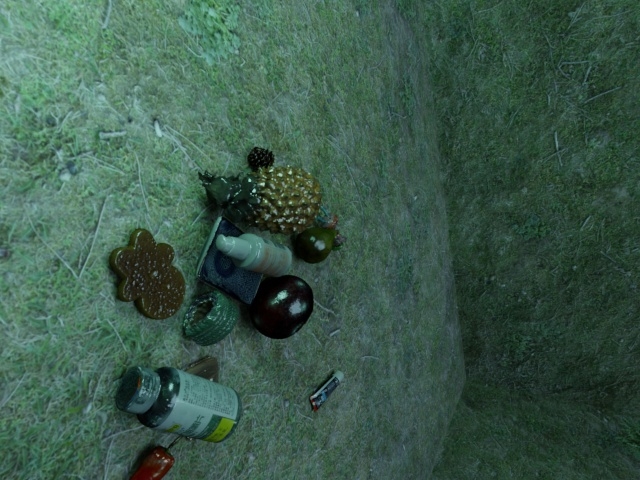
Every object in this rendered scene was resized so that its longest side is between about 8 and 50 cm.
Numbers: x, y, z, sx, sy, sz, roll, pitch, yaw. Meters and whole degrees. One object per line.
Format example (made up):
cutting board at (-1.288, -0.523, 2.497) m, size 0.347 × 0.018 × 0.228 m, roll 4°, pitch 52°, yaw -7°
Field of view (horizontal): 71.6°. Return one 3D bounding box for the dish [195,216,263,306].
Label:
dish at (-0.261, 0.063, 1.255) m, size 0.243 × 0.080 × 0.182 m, roll 45°, pitch 56°, yaw -51°

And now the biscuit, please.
biscuit at (-0.409, 0.090, 1.069) m, size 0.180 × 0.039 × 0.236 m, roll -56°, pitch 137°, yaw -41°

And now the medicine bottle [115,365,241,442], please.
medicine bottle at (-0.341, 0.395, 1.083) m, size 0.293 × 0.141 × 0.141 m, roll 38°, pitch 60°, yaw -39°

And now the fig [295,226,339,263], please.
fig at (0.006, 0.006, 1.583) m, size 0.185 × 0.126 × 0.133 m, roll -21°, pitch 113°, yaw -16°

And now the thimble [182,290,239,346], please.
thimble at (-0.293, 0.204, 1.177) m, size 0.135 × 0.118 × 0.090 m, roll -39°, pitch 130°, yaw -1°

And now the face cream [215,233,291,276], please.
face cream at (-0.186, 0.034, 1.204) m, size 0.252 × 0.101 × 0.101 m, roll 22°, pitch 74°, yaw -56°

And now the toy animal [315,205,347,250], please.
toy animal at (0.032, -0.054, 1.708) m, size 0.208 × 0.100 × 0.103 m, roll 51°, pitch 12°, yaw -42°

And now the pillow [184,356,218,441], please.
pillow at (-0.324, 0.435, 1.231) m, size 0.135 × 0.034 × 0.211 m, roll -16°, pitch 105°, yaw -50°

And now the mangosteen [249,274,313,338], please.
mangosteen at (-0.129, 0.195, 1.375) m, size 0.216 × 0.216 × 0.216 m, roll -6°, pitch 98°, yaw -57°

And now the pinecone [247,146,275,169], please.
pinecone at (-0.182, -0.249, 1.361) m, size 0.083 × 0.077 × 0.077 m, roll 16°, pitch 78°, yaw -45°

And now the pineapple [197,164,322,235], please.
pineapple at (-0.179, -0.121, 1.258) m, size 0.357 × 0.223 × 0.223 m, roll 1°, pitch 91°, yaw -46°

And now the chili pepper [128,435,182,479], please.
chili pepper at (-0.423, 0.573, 1.058) m, size 0.272 × 0.063 × 0.071 m, roll -49°, pitch 135°, yaw -28°

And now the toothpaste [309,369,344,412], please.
toothpaste at (0.023, 0.592, 1.771) m, size 0.193 × 0.045 × 0.071 m, roll -37°, pitch 114°, yaw -42°
